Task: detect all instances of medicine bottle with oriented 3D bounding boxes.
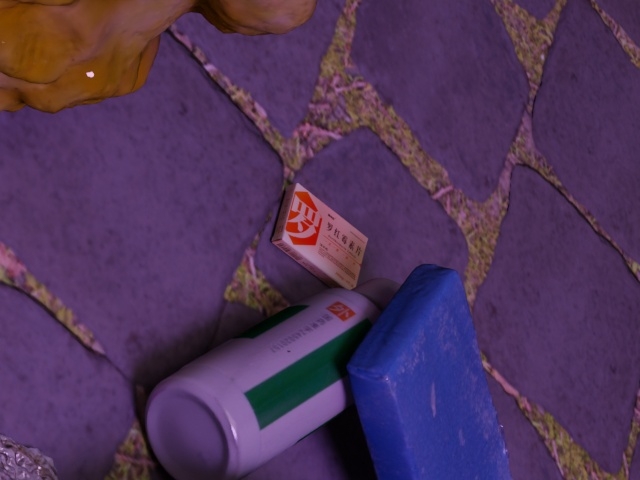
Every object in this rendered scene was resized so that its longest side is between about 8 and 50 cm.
[{"bbox_3d":[-0.019,0.101,1.288,0.260,0.095,0.095,-26,97,-47],"label":"medicine bottle"}]

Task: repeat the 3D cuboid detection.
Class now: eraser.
[{"bbox_3d":[0.101,0.185,1.353,0.144,0.043,0.311,-51,134,-45],"label":"eraser"}]

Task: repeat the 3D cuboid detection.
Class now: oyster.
[{"bbox_3d":[-0.207,0.157,1.104,0.100,0.037,0.098,-13,87,-49],"label":"oyster"}]

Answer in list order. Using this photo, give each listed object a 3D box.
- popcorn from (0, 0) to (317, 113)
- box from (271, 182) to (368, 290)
[{"bbox_3d":[-0.153,-0.248,1.072,0.349,0.382,0.349,-1,90,-68],"label":"popcorn"},{"bbox_3d":[0.000,0.000,1.404,0.093,0.015,0.058,39,53,-33],"label":"box"}]
